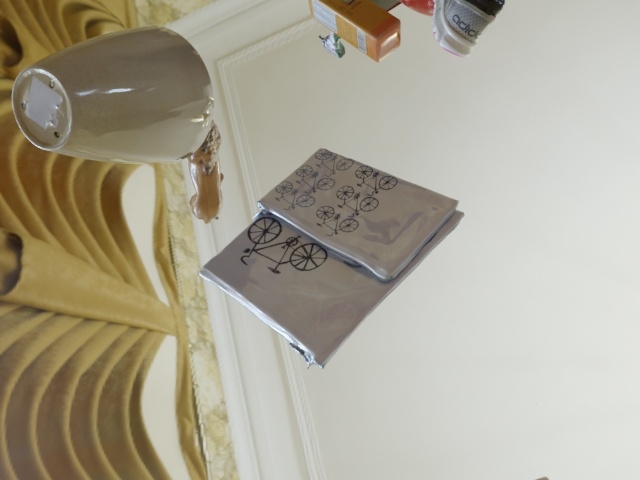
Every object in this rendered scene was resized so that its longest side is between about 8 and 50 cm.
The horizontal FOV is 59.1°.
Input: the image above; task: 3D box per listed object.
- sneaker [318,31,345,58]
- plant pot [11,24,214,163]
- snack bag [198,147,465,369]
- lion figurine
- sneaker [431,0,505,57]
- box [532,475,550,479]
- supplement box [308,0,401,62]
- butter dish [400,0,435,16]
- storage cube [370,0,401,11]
[{"bbox_3d":[0.022,-0.496,1.380,0.069,0.098,0.038,33,-116,27],"label":"sneaker"},{"bbox_3d":[-0.368,-0.239,0.970,0.256,0.274,0.257,8,-70,23],"label":"plant pot"},{"bbox_3d":[0.000,0.000,0.904,0.342,0.037,0.323,-44,-131,-19],"label":"snack bag"},{"bbox_3d":[-0.304,-0.173,1.463,0.142,0.392,0.240,-16,-147,-7],"label":"lion figurine"},{"bbox_3d":[0.155,-0.266,0.580,0.075,0.063,0.170,-39,-144,46],"label":"sneaker"},{"bbox_3d":[0.038,0.264,0.295,0.154,0.299,0.142,-131,-140,-53],"label":"box"},{"bbox_3d":[0.074,-0.503,1.276,0.078,0.080,0.233,-40,-114,-12],"label":"supplement box"},{"bbox_3d":[0.232,-0.531,1.180,0.160,0.160,0.118,-46,-138,48],"label":"butter dish"},{"bbox_3d":[0.123,-0.765,1.637,0.183,0.215,0.193,-26,-95,23],"label":"storage cube"}]
